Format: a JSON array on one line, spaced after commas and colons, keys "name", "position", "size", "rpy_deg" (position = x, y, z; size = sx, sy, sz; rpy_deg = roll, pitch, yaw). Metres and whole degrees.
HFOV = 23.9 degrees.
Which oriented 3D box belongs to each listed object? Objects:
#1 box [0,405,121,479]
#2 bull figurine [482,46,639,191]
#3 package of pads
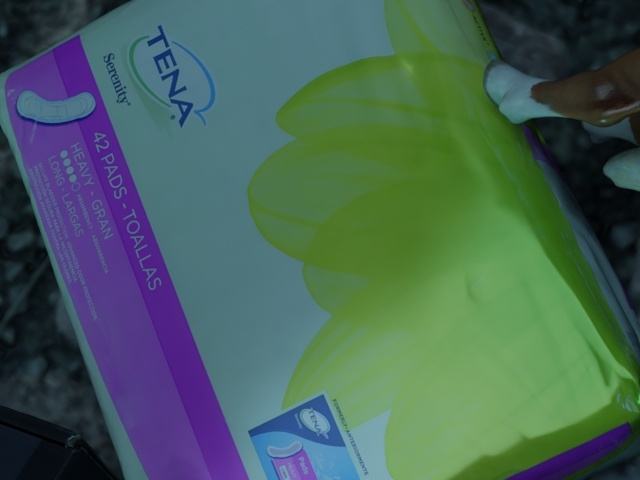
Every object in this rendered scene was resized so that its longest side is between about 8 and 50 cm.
[{"name": "box", "position": [-0.270, 0.185, 0.666], "size": [0.293, 0.073, 0.295], "rpy_deg": [14, 62, 33]}, {"name": "bull figurine", "position": [0.200, -0.138, 0.642], "size": [0.188, 0.101, 0.310], "rpy_deg": [-6, 42, 40]}, {"name": "package of pads", "position": [0.000, 0.000, 0.692], "size": [0.229, 0.101, 0.296], "rpy_deg": [-27, 68, 8]}]
